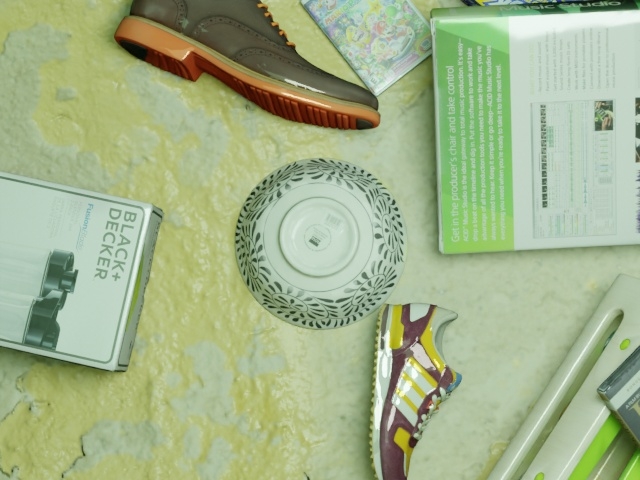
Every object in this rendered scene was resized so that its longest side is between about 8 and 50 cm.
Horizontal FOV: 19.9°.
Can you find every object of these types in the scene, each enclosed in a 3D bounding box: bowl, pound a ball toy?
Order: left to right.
[{"bbox_3d":[0.000,0.000,1.752,0.170,0.080,0.170,0,86,1],"label":"bowl"},{"bbox_3d":[0.276,0.219,1.718,0.208,0.136,0.319,36,84,-26],"label":"pound a ball toy"}]

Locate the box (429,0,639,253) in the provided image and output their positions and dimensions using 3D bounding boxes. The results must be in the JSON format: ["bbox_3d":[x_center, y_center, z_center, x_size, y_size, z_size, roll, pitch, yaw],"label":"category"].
[{"bbox_3d":[0.266,-0.111,1.729,0.322,0.058,0.232,-3,107,0],"label":"box"}]

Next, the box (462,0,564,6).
[{"bbox_3d":[0.186,-0.233,1.776,0.169,0.059,0.054,39,89,4],"label":"box"}]

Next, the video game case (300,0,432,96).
[{"bbox_3d":[0.051,-0.214,1.802,0.087,0.011,0.122,-38,85,-1],"label":"video game case"}]

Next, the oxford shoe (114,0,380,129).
[{"bbox_3d":[-0.059,-0.186,1.764,0.271,0.097,0.098,23,80,3],"label":"oxford shoe"}]

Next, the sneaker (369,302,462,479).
[{"bbox_3d":[0.092,0.152,1.742,0.084,0.069,0.185,2,86,7],"label":"sneaker"}]

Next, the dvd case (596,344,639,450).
[{"bbox_3d":[0.364,0.157,1.663,0.164,0.018,0.221,-43,114,-12],"label":"dvd case"}]

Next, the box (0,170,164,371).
[{"bbox_3d":[-0.310,0.015,1.756,0.290,0.087,0.169,14,86,2],"label":"box"}]
